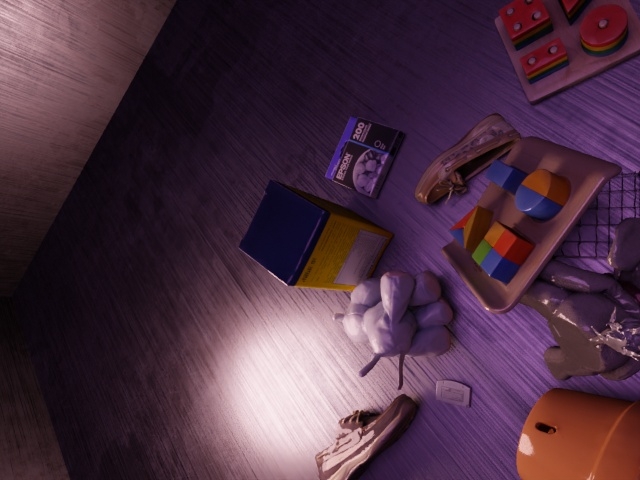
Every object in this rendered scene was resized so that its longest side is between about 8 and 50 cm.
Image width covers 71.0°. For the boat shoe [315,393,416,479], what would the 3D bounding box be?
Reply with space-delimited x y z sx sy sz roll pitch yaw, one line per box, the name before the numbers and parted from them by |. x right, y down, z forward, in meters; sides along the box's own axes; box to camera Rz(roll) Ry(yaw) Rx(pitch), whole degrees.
boat shoe | 0.098 0.512 1.168 0.355 0.132 0.130 -51 59 16

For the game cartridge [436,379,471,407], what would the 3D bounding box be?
game cartridge | 0.327 0.373 1.103 0.083 0.017 0.056 4 88 35

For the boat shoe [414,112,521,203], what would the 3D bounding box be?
boat shoe | 0.357 -0.187 1.116 0.285 0.104 0.089 -46 58 19

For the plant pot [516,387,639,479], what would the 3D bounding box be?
plant pot | 0.508 0.410 0.830 0.203 0.290 0.291 15 91 51

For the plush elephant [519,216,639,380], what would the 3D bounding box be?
plush elephant | 0.560 0.112 0.844 0.255 0.330 0.272 -30 87 -8

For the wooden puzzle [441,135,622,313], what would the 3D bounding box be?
wooden puzzle | 0.400 -0.060 0.958 0.348 0.080 0.322 -57 15 17

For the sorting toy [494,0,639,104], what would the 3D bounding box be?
sorting toy | 0.562 -0.496 1.034 0.255 0.089 0.257 -24 70 29

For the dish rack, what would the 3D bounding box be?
dish rack | 0.601 -0.055 0.948 0.271 0.074 0.209 0 83 34

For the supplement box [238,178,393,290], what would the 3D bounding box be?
supplement box | 0.000 0.000 1.177 0.195 0.356 0.194 33 101 34

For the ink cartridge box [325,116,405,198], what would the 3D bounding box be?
ink cartridge box | 0.117 -0.254 1.330 0.208 0.045 0.206 28 99 35

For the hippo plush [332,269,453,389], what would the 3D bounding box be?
hippo plush | 0.179 0.213 1.150 0.236 0.234 0.294 -8 60 64
